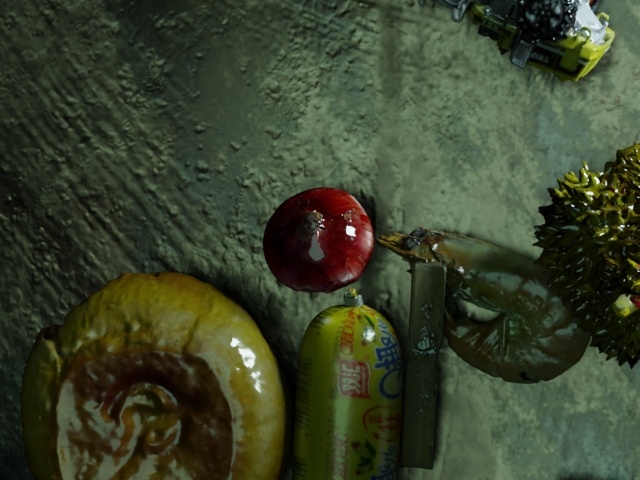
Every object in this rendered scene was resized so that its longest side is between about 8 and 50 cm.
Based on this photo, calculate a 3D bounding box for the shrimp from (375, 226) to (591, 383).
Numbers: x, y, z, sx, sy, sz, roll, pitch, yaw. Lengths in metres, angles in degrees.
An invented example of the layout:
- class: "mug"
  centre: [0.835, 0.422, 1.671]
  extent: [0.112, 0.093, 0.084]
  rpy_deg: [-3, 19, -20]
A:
- class: "shrimp"
  centre: [0.177, 0.065, 1.318]
  extent: [0.267, 0.061, 0.145]
  rpy_deg: [30, 109, 10]

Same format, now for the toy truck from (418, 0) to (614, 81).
- class: "toy truck"
  centre: [0.185, -0.272, 1.266]
  extent: [0.286, 0.136, 0.111]
  rpy_deg: [31, 121, 13]

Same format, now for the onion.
- class: "onion"
  centre: [0.000, 0.000, 1.332]
  extent: [0.131, 0.131, 0.131]
  rpy_deg: [1, 92, 16]

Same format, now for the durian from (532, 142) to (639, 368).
- class: "durian"
  centre: [0.350, 0.014, 1.151]
  extent: [0.258, 0.293, 0.258]
  rpy_deg: [-1, 101, -8]

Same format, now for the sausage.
- class: "sausage"
  centre: [0.030, 0.226, 1.329]
  extent: [0.123, 0.123, 0.346]
  rpy_deg: [5, 95, 15]

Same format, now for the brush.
- class: "brush"
  centre: [0.117, 0.143, 1.327]
  extent: [0.043, 0.036, 0.247]
  rpy_deg: [3, 104, 6]

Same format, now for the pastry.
- class: "pastry"
  centre: [-0.195, 0.207, 1.377]
  extent: [0.356, 0.164, 0.355]
  rpy_deg: [-1, 87, 16]
